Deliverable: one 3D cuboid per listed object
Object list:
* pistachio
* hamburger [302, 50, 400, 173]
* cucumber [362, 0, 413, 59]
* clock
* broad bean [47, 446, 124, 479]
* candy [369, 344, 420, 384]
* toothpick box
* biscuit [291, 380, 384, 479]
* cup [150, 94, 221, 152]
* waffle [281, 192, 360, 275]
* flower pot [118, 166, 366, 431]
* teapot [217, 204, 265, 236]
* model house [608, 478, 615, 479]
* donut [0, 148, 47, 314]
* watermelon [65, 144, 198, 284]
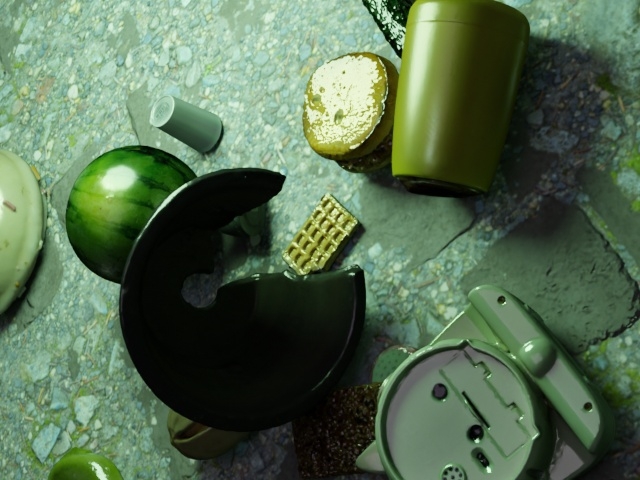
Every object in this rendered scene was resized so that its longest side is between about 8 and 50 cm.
[{"bbox_3d":[-0.169,0.279,1.793,0.184,0.124,0.124,-30,60,11],"label":"pistachio"},{"bbox_3d":[0.070,-0.191,1.718,0.191,0.118,0.182,30,100,45],"label":"hamburger"},{"bbox_3d":[0.107,-0.372,1.775,0.067,0.067,0.294,-44,54,21],"label":"cucumber"},{"bbox_3d":[0.195,0.244,1.466,0.324,0.108,0.265,-42,63,9],"label":"clock"},{"bbox_3d":[-0.403,0.433,1.961,0.174,0.082,0.125,18,90,30],"label":"broad bean"},{"bbox_3d":[0.118,0.202,1.623,0.103,0.043,0.103,-9,76,39],"label":"candy"},{"bbox_3d":[0.191,-0.196,1.591,0.175,0.175,0.272,8,87,40],"label":"toothpick box"},{"bbox_3d":[0.038,0.280,1.646,0.230,0.025,0.131,-20,73,44],"label":"biscuit"},{"bbox_3d":[-0.243,-0.213,1.983,0.074,0.116,0.104,-57,44,10],"label":"cup"},{"bbox_3d":[0.000,0.000,1.786,0.092,0.021,0.135,44,106,37],"label":"waffle"},{"bbox_3d":[-0.155,0.089,1.695,0.251,0.379,0.380,4,80,64],"label":"flower pot"},{"bbox_3d":[-0.142,-0.055,1.877,0.090,0.124,0.092,-5,107,26],"label":"teapot"},{"bbox_3d":[0.333,0.418,1.223,0.282,0.317,0.297,-4,79,34],"label":"model house"},{"bbox_3d":[-0.715,-0.015,2.286,0.382,0.142,0.383,-12,70,37],"label":"donut"},{"bbox_3d":[-0.308,-0.041,1.906,0.242,0.242,0.243,-11,71,36],"label":"watermelon"}]
